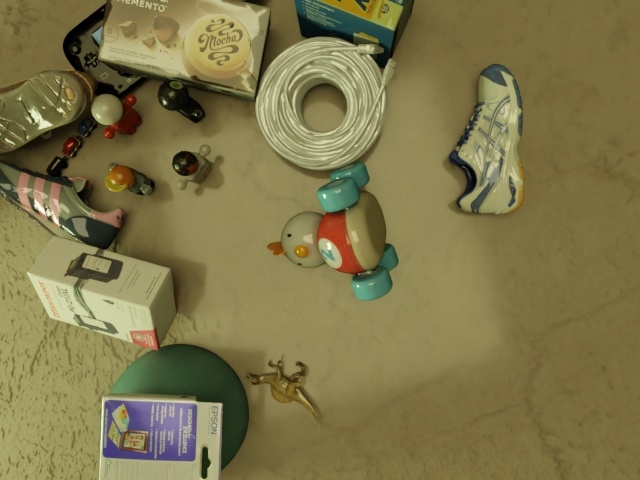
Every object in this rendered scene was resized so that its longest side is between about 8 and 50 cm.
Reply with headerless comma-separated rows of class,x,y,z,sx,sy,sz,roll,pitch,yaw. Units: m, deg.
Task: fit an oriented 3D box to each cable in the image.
cable,0.004,-0.269,1.062,0.257,0.089,0.256,14,101,6

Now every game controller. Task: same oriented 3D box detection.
game controller,-0.372,-0.437,1.113,0.319,0.067,0.166,-37,87,2

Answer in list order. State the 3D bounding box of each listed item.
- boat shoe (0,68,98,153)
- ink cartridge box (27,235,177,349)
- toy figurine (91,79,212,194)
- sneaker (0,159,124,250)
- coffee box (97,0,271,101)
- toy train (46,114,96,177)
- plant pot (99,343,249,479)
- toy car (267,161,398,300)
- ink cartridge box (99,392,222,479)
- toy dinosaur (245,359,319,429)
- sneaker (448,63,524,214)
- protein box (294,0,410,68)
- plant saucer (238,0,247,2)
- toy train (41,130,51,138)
boat shoe,-0.580,-0.258,1.061,0.325,0.116,0.123,-9,117,17
ink cartridge box,-0.415,0.104,1.041,0.238,0.171,0.100,16,51,3
toy figurine,-0.330,-0.198,1.064,0.213,0.148,0.209,-8,88,2
sneaker,-0.552,-0.097,1.103,0.319,0.112,0.131,38,81,-3
coffee box,-0.259,-0.392,1.047,0.298,0.119,0.167,11,96,-8
toy train,-0.527,-0.201,1.130,0.027,0.036,0.158,37,91,3
plant pot,-0.300,0.359,1.027,0.291,0.195,0.289,0,88,3
toy car,0.000,0.000,1.026,0.238,0.210,0.219,-16,108,20
ink cartridge box,-0.265,0.366,0.903,0.209,0.045,0.206,2,89,4
toy dinosaur,-0.060,0.301,1.096,0.183,0.053,0.092,28,106,11
sneaker,0.319,-0.198,1.048,0.131,0.112,0.296,-3,88,3
protein box,0.069,-0.456,1.021,0.200,0.201,0.135,23,90,3
plant saucer,-0.206,-0.545,1.086,0.199,0.036,0.198,9,61,-17
toy train,-0.657,-0.242,1.137,0.167,0.046,0.125,-17,100,-1
